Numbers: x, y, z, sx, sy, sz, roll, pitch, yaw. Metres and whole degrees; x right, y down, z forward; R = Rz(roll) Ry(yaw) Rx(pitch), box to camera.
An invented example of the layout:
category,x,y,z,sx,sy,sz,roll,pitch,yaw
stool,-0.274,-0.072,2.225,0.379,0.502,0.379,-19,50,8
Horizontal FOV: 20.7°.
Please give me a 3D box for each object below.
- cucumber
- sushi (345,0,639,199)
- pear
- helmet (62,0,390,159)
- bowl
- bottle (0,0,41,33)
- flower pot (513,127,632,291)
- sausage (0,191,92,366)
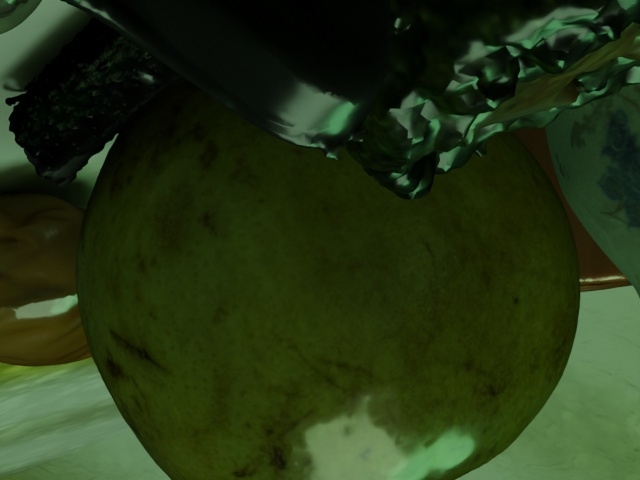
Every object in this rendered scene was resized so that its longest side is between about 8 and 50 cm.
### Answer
category,x,y,z,sx,sy,sz,roll,pitch,yaw
cucumber,-0.099,-0.103,0.948,0.067,0.067,0.245,-12,165,-41
sushi,0.143,-0.162,0.754,0.351,0.178,0.294,-23,173,-4
pear,-0.005,0.016,1.070,0.303,0.304,0.304,-20,170,-3
helmet,-0.004,-0.142,0.513,0.216,0.193,0.189,-21,167,-46
bowl,0.222,-0.121,1.135,0.313,0.146,0.313,25,90,-89
bottle,-0.153,-0.117,0.609,0.233,0.110,0.110,-18,170,-17
flower pot,0.197,-0.046,1.405,0.190,0.173,0.190,-7,175,-1
sausage,-0.206,0.031,1.281,0.136,0.120,0.241,-7,173,11
